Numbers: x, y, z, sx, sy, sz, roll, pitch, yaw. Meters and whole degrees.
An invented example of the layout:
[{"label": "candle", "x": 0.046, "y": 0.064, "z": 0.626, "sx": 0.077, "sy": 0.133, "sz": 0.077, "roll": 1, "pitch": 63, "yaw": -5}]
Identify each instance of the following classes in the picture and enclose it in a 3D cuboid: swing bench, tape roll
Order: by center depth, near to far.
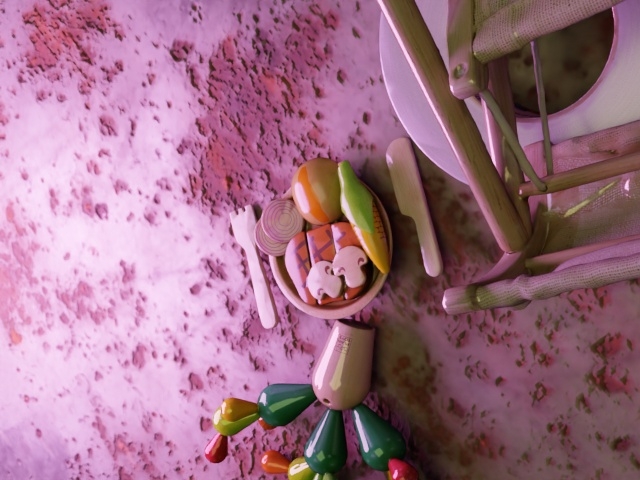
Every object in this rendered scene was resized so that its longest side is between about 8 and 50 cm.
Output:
[{"label": "swing bench", "x": 0.172, "y": -0.112, "z": 0.461, "sx": 0.253, "sy": 0.165, "sz": 0.255, "roll": -15, "pitch": 95, "yaw": 41}, {"label": "tape roll", "x": 0.153, "y": -0.140, "z": 0.621, "sx": 0.219, "sy": 0.072, "sz": 0.219, "roll": 7, "pitch": 103, "yaw": 29}]

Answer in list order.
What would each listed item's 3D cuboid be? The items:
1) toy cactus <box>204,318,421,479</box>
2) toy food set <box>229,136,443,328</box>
[{"label": "toy cactus", "x": 0.000, "y": 0.155, "z": 0.761, "sx": 0.219, "sy": 0.112, "sz": 0.180, "roll": 18, "pitch": 98, "yaw": 36}, {"label": "toy food set", "x": 0.000, "y": 0.000, "z": 0.748, "sx": 0.192, "sy": 0.038, "sz": 0.132, "roll": -22, "pitch": 79, "yaw": 32}]
